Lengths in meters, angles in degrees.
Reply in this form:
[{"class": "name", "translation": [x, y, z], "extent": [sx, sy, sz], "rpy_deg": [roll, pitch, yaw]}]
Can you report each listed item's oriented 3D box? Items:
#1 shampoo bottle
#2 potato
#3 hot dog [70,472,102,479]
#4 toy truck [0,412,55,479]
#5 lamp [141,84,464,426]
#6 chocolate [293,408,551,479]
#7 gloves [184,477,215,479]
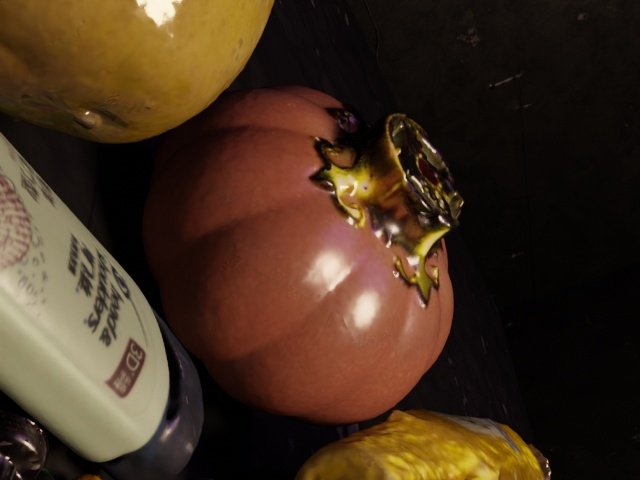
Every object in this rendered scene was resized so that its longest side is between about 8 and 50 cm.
[{"class": "shampoo bottle", "translation": [-0.181, -0.007, 0.475], "extent": [0.359, 0.078, 0.134], "rpy_deg": [57, 13, -38]}, {"class": "potato", "translation": [-0.180, -0.235, 0.481], "extent": [0.397, 0.290, 0.296], "rpy_deg": [28, 61, -45]}, {"class": "hot dog", "translation": [-0.132, 0.182, 0.466], "extent": [0.062, 0.038, 0.144], "rpy_deg": [57, 17, -31]}, {"class": "toy truck", "translation": [-0.195, 0.040, 0.270], "extent": [0.088, 0.121, 0.259], "rpy_deg": [-89, 153, -58]}, {"class": "lamp", "translation": [0.000, 0.000, 0.754], "extent": [0.305, 0.239, 0.305], "rpy_deg": [39, 33, -32]}, {"class": "chocolate", "translation": [0.104, 0.227, 0.782], "extent": [0.445, 0.162, 0.162], "rpy_deg": [35, 37, -65]}, {"class": "gloves", "translation": [-0.024, 0.254, 0.614], "extent": [0.285, 0.119, 0.142], "rpy_deg": [44, 27, -27]}]
